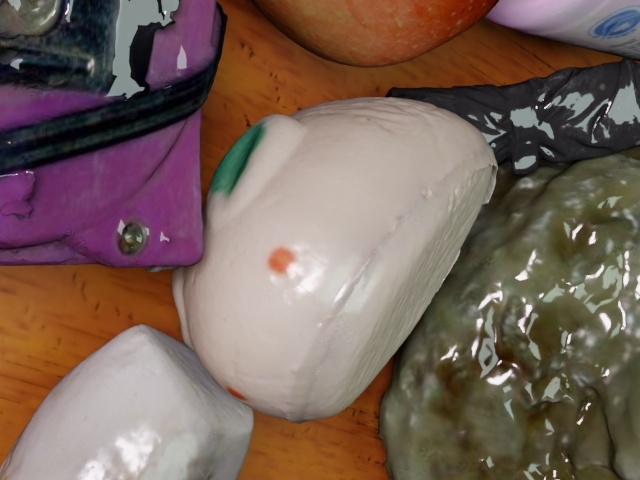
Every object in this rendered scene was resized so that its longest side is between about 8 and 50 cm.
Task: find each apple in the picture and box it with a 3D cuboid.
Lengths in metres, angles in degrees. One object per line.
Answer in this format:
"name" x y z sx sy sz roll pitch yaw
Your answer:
"apple" 0.029 -0.188 0.775 0.181 0.181 0.168 -48 125 -24

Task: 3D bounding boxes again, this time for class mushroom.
"mushroom" -0.137 0.174 0.775 0.118 0.103 0.270 33 85 -44

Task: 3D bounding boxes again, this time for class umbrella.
"umbrella" 0.149 -0.083 0.940 0.235 0.059 0.066 -12 119 -12

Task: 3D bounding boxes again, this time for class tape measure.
"tape measure" -0.143 -0.102 0.658 0.245 0.149 0.232 -3 104 -42

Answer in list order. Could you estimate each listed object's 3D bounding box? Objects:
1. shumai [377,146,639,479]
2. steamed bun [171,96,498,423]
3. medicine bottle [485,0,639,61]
"shumai" 0.265 0.093 0.969 0.397 0.323 0.324 -21 112 -37
"steamed bun" 0.000 0.000 0.809 0.228 0.130 0.177 -41 160 -53
"medicine bottle" 0.213 -0.194 0.965 0.254 0.152 0.152 6 96 -42
